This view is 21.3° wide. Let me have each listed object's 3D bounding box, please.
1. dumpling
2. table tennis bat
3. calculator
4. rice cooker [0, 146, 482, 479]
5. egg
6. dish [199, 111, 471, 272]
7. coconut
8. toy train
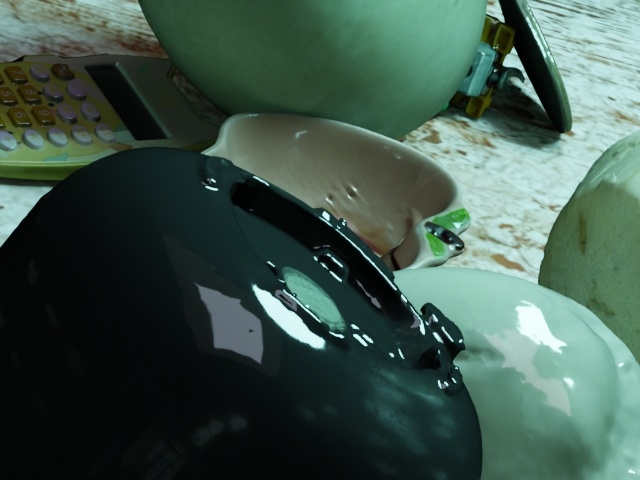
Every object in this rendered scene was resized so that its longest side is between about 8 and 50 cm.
[{"bbox_3d":[0.062,0.127,0.997,0.175,0.243,0.227,49,40,-28],"label":"dumpling"},{"bbox_3d":[0.175,-0.207,1.557,0.022,0.138,0.246,-23,65,1],"label":"table tennis bat"},{"bbox_3d":[-0.197,-0.094,1.291,0.236,0.033,0.157,-4,39,-30],"label":"calculator"},{"bbox_3d":[-0.060,0.093,0.832,0.267,0.224,0.267,39,14,-11],"label":"rice cooker"},{"bbox_3d":[-0.006,-0.206,1.315,0.258,0.258,0.352,38,-5,29],"label":"egg"},{"bbox_3d":[0.000,0.000,1.195,0.213,0.090,0.213,12,30,-7],"label":"dish"},{"bbox_3d":[0.297,0.033,1.169,0.266,0.237,0.237,3,34,-28],"label":"coconut"},{"bbox_3d":[0.081,-0.187,1.543,0.228,0.091,0.136,23,20,7],"label":"toy train"}]
